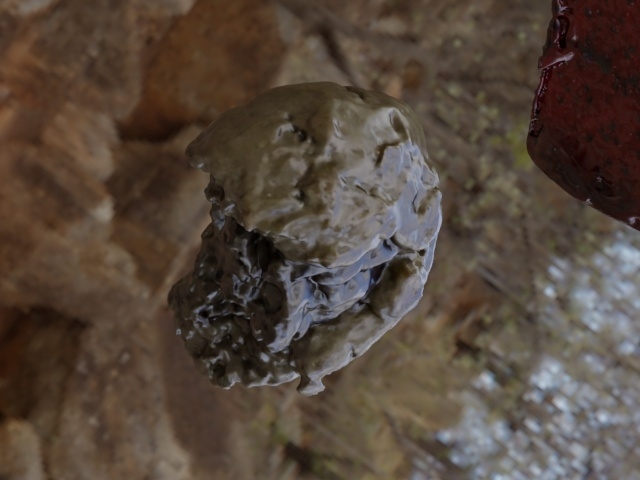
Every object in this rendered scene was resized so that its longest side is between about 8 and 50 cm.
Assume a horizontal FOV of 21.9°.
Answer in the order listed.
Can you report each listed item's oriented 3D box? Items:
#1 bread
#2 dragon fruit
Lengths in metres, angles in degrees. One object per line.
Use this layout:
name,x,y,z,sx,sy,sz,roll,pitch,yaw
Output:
bread,0.000,0.000,0.499,0.082,0.060,0.113,-25,152,-21
dragon fruit,0.145,-0.078,0.628,0.096,0.102,0.147,-28,151,-27
